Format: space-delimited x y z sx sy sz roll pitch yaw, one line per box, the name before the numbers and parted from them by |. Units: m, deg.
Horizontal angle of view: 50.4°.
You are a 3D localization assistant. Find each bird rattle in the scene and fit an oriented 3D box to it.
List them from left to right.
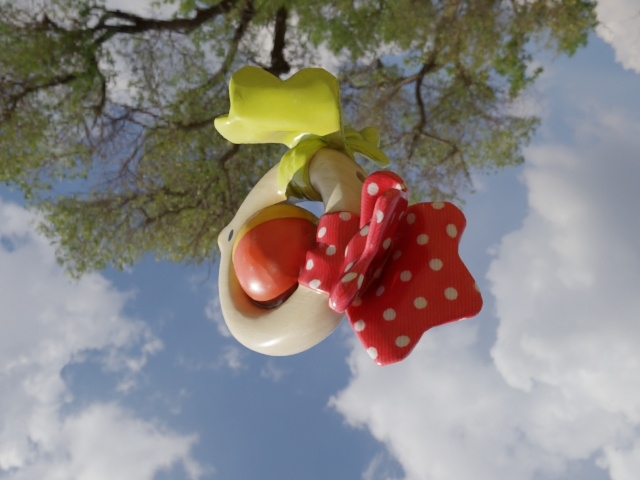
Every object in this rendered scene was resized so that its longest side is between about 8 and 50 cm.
bird rattle | 0.000 0.000 0.513 0.143 0.207 0.254 15 -142 -42
